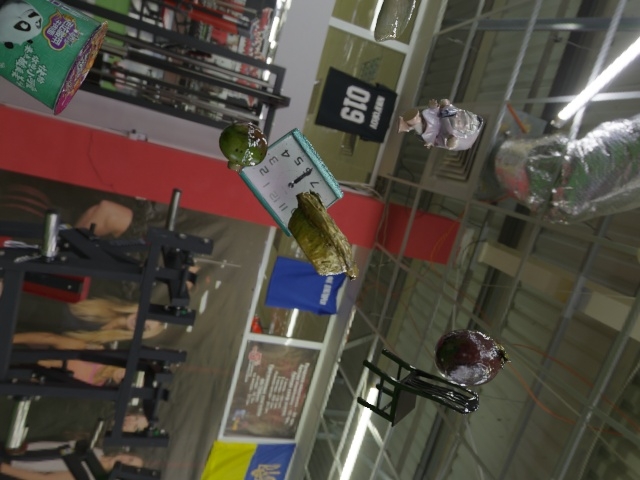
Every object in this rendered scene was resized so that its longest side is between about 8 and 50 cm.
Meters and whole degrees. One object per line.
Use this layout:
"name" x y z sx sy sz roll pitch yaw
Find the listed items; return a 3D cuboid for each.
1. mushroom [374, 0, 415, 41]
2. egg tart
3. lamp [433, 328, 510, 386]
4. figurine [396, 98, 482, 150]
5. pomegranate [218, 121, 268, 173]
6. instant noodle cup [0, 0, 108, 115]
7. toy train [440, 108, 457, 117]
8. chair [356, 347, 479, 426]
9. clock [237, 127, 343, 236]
"mushroom" 0.137 -0.443 0.795 0.071 0.084 0.209 58 -9 15
"egg tart" 0.000 0.000 1.176 0.118 0.288 0.288 -35 -161 -4
"lamp" 0.360 0.279 1.056 0.156 0.158 0.134 -60 -174 40
"figurine" 0.384 -0.362 1.376 0.133 0.277 0.200 113 -20 -58
"pomegranate" -0.201 -0.247 1.118 0.130 0.131 0.130 -168 -90 -73
"instant noodle cup" -0.621 -0.435 0.948 0.251 0.190 0.251 -40 -146 34
"toy train" 0.332 -0.329 1.112 0.017 0.083 0.017 -17 -85 39
"chair" 0.179 0.296 0.797 0.213 0.084 0.101 20 -68 37
"clock" -0.093 -0.183 1.348 0.231 0.262 0.116 -38 -160 -1
